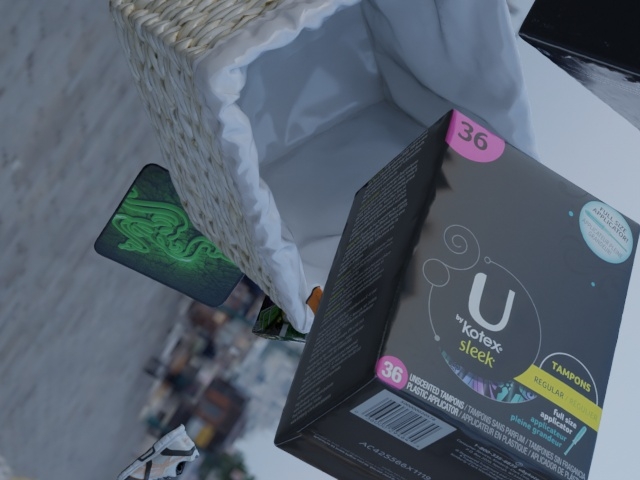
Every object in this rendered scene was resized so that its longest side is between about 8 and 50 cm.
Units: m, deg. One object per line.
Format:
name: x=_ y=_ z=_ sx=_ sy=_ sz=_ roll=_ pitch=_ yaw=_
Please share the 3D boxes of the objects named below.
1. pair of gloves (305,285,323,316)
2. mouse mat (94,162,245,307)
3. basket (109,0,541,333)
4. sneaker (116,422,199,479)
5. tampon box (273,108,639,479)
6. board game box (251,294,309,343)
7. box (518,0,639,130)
pair of gloves: x=0.020 y=0.050 z=1.064 sx=0.010 sy=0.074 sz=0.083 roll=-5 pitch=143 yaw=-37
mouse mat: x=-0.171 y=-0.003 z=1.844 sx=0.152 sy=0.190 sz=0.007 roll=-54 pitch=-160 yaw=25
basket: x=0.002 y=-0.153 z=1.486 sx=0.328 sy=0.266 sz=0.331 roll=-33 pitch=130 yaw=-18
sneaker: x=-0.173 y=0.240 z=1.542 sx=0.109 sy=0.044 sz=0.040 roll=-41 pitch=177 yaw=27
tampon box: x=0.069 y=0.044 z=0.716 sx=0.101 sy=0.120 sz=0.161 roll=-40 pitch=-155 yaw=52
board game box: x=0.000 y=0.000 z=1.784 sx=0.136 sy=0.030 sz=0.259 roll=1 pitch=-112 yaw=57
box: x=0.358 y=-0.208 z=1.163 sx=0.183 sy=0.294 sz=0.296 roll=30 pitch=-89 yaw=47
